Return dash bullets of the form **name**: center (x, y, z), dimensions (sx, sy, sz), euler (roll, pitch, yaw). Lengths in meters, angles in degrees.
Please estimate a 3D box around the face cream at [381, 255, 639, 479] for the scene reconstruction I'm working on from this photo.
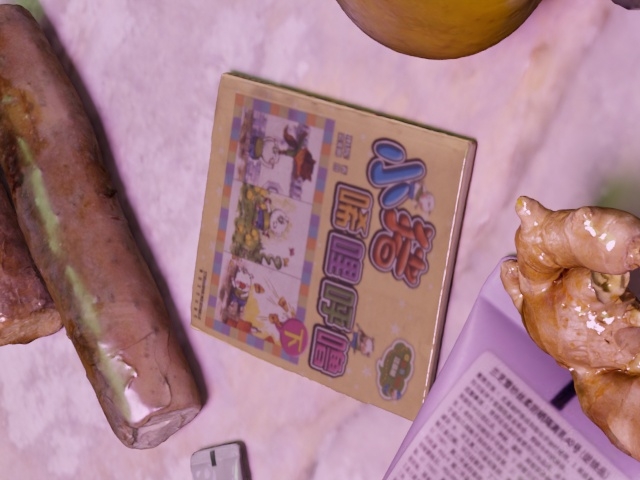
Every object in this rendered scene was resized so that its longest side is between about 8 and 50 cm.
- **face cream**: center (0.080, 0.158, 0.786), dimensions (0.154, 0.096, 0.274), euler (42, 107, 32)

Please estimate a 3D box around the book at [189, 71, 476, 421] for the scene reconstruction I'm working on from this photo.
- **book**: center (0.000, 0.000, 0.875), dimensions (0.192, 0.013, 0.168), euler (19, 107, 37)

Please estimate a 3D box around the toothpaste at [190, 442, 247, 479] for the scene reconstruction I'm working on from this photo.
- **toothpaste**: center (-0.050, 0.229, 0.937), dimensions (0.048, 0.029, 0.197), euler (-17, 81, 40)

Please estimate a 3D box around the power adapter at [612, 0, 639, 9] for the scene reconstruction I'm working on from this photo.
- **power adapter**: center (0.172, -0.196, 0.626), dimensions (0.125, 0.130, 0.205), euler (24, 112, 36)

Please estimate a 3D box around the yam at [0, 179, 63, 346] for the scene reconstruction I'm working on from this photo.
- **yam**: center (-0.273, -0.058, 1.072), dimensions (0.066, 0.066, 0.299), euler (-43, 67, 36)

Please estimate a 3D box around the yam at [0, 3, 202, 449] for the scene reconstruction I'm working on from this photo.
- **yam**: center (-0.163, -0.014, 0.979), dimensions (0.317, 0.071, 0.067), euler (65, 165, 14)

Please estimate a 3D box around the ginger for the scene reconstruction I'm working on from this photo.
- **ginger**: center (0.157, 0.062, 0.694), dimensions (0.176, 0.052, 0.193), euler (25, 138, 61)

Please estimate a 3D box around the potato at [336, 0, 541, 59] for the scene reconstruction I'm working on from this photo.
- **potato**: center (0.049, -0.169, 0.698), dimensions (0.157, 0.194, 0.157), euler (1, 92, 20)
